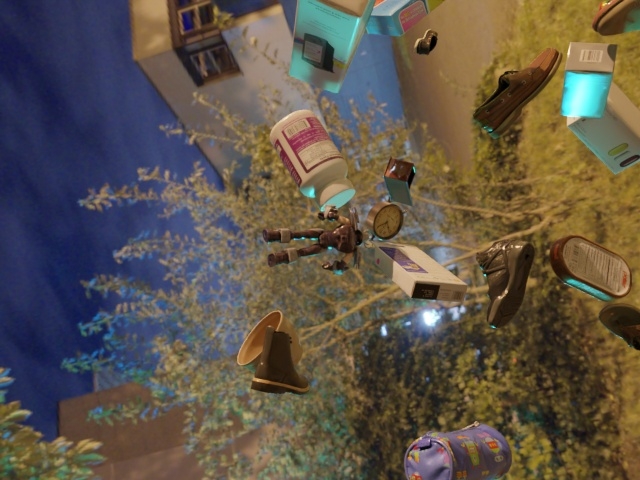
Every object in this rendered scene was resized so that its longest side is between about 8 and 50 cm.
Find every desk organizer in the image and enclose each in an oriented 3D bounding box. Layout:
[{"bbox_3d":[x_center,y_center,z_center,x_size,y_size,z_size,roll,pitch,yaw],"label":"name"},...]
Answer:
[{"bbox_3d":[0.169,-0.119,1.244,0.047,0.050,0.130,-68,-20,-13],"label":"desk organizer"}]

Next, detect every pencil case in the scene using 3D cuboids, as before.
[{"bbox_3d":[0.306,0.471,1.312,0.306,0.119,0.133,13,-122,-49],"label":"pencil case"}]

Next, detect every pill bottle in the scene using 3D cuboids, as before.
[{"bbox_3d":[-0.019,-0.244,1.881,0.302,0.169,0.169,59,-178,15],"label":"pill bottle"}]

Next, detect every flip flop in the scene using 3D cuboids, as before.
[{"bbox_3d":[0.981,0.299,1.836,0.277,0.112,0.080,45,-152,14],"label":"flip flop"}]

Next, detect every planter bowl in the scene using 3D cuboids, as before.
[{"bbox_3d":[-0.113,0.272,1.494,0.109,0.162,0.162,42,-163,-17],"label":"planter bowl"}]

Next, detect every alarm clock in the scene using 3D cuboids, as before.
[{"bbox_3d":[0.207,-0.054,2.066,0.129,0.192,0.064,39,173,-37],"label":"alarm clock"}]

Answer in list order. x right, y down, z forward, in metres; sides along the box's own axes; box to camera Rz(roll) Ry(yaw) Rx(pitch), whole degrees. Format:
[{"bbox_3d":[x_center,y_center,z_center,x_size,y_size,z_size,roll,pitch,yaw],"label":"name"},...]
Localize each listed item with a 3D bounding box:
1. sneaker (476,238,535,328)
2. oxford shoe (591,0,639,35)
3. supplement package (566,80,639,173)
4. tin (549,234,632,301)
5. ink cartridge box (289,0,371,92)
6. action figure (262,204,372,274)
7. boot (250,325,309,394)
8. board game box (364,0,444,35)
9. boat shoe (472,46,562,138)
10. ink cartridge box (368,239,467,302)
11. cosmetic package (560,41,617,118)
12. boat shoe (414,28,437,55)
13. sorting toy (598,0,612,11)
[{"bbox_3d":[0.449,0.103,1.524,0.130,0.087,0.228,19,96,54],"label":"sneaker"},{"bbox_3d":[0.869,-0.577,1.500,0.123,0.348,0.130,40,-142,-59],"label":"oxford shoe"},{"bbox_3d":[0.978,-0.397,2.035,0.262,0.145,0.204,38,-134,-16],"label":"supplement package"},{"bbox_3d":[0.562,0.058,1.246,0.040,0.189,0.106,-38,31,67],"label":"tin"},{"bbox_3d":[0.039,-0.480,1.231,0.306,0.131,0.226,113,179,-76],"label":"ink cartridge box"},{"bbox_3d":[0.000,0.000,1.562,0.099,0.284,0.186,148,116,-73],"label":"action figure"},{"bbox_3d":[-0.071,0.268,1.336,0.198,0.076,0.137,29,-111,-63],"label":"boot"},{"bbox_3d":[0.261,-0.698,1.698,0.064,0.316,0.242,56,168,-32],"label":"board game box"},{"bbox_3d":[0.562,-0.441,1.718,0.104,0.307,0.111,39,179,-8],"label":"boat shoe"},{"bbox_3d":[0.288,0.088,1.873,0.371,0.175,0.069,-128,48,-64],"label":"ink cartridge box"},{"bbox_3d":[0.756,-0.450,1.706,0.238,0.127,0.107,50,-127,-60],"label":"cosmetic package"},{"bbox_3d":[0.280,-0.508,1.549,0.133,0.042,0.049,-52,-30,-49],"label":"boat shoe"},{"bbox_3d":[0.864,-0.680,1.733,0.274,0.046,0.132,-3,-89,-40],"label":"sorting toy"}]
